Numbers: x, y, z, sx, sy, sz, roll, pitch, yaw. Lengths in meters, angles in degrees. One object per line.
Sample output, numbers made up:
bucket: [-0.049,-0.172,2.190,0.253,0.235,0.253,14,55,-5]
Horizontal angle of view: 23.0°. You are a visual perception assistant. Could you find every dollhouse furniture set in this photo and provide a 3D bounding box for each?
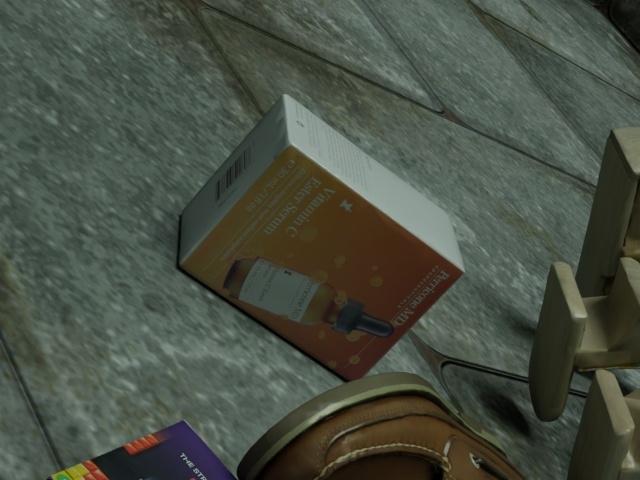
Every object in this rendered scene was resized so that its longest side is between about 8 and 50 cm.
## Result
dollhouse furniture set: [0.361,0.115,1.405,0.362,0.257,0.394,-3,41,-9]

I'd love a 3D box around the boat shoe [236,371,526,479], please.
boat shoe: [0.066,0.161,0.973,0.104,0.111,0.307,54,18,27]

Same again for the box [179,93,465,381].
box: [0.000,0.000,1.172,0.170,0.130,0.091,35,21,-19]

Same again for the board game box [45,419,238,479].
board game box: [-0.062,0.181,0.811,0.170,0.048,0.141,47,22,11]
